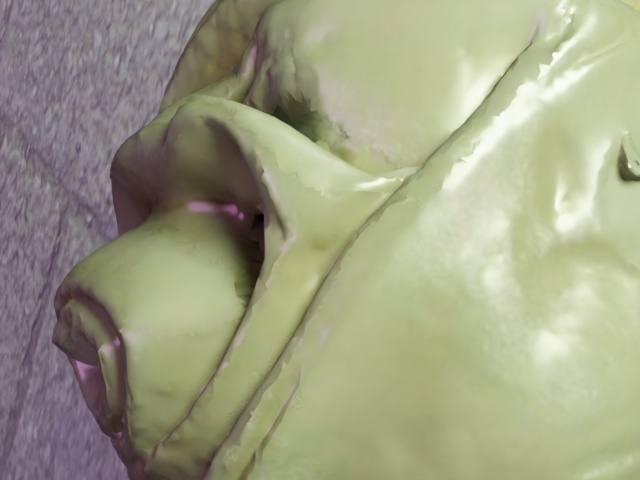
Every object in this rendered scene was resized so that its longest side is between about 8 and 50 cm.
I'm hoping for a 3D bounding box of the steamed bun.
[{"bbox_3d":[0.005,0.002,0.615,0.309,0.219,0.324,29,108,58],"label":"steamed bun"}]
